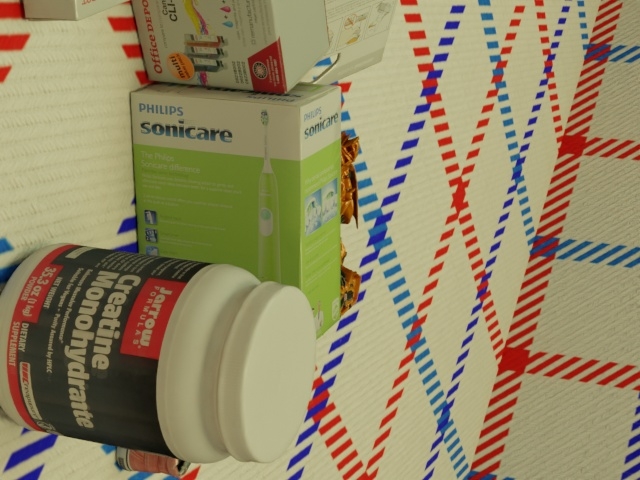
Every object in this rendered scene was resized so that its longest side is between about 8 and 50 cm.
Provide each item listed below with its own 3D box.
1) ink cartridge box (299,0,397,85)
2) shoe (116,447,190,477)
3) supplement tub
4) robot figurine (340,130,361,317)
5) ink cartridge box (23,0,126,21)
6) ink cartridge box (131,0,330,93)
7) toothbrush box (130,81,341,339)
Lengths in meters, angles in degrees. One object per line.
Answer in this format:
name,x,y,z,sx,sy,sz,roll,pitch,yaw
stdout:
ink cartridge box,-0.003,-0.305,1.700,0.296,0.066,0.261,-29,151,-39
shoe,-0.166,0.196,1.553,0.063,0.081,0.178,71,33,-48
supplement tub,-0.160,0.109,1.282,0.191,0.272,0.191,7,90,-68
robot figurine,0.000,0.000,1.901,0.211,0.085,0.291,-40,133,-58
ink cartridge box,-0.234,-0.290,1.256,0.109,0.063,0.150,-43,135,-59
ink cartridge box,-0.099,-0.249,1.457,0.127,0.176,0.128,-53,143,-48
toothbrush box,-0.091,-0.034,1.500,0.122,0.206,0.283,-38,131,-60
